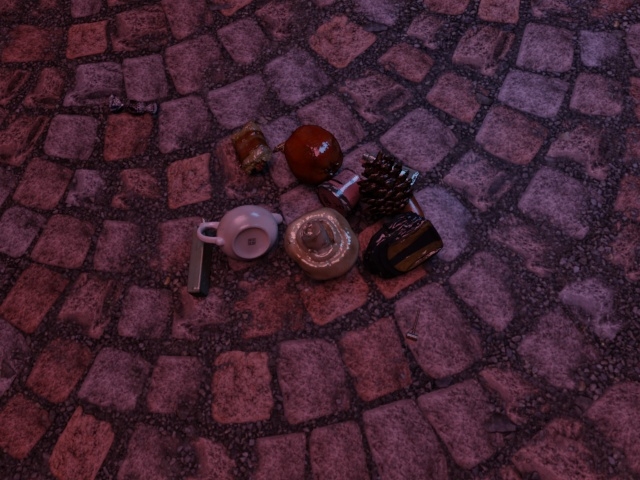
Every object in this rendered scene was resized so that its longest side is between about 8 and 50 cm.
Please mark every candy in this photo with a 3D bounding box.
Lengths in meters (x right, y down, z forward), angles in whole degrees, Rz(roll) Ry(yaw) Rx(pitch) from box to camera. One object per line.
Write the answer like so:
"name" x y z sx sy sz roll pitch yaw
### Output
"candy" -0.774 -0.558 1.947 0.226 0.051 0.094 14 70 11

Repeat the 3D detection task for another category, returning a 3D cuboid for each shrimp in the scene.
"shrimp" -0.130 -0.356 1.823 0.108 0.023 0.059 -28 79 -3

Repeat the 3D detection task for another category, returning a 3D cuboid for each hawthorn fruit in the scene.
"hawthorn fruit" -0.040 -0.322 1.715 0.205 0.205 0.253 -42 63 -9

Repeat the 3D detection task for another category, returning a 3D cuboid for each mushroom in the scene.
"mushroom" 0.000 0.000 1.573 0.260 0.234 0.254 4 68 8

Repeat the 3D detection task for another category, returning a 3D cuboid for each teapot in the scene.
"teapot" -0.272 -0.032 1.629 0.299 0.208 0.166 1 45 -13

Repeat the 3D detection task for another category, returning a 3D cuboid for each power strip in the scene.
"power strip" -0.424 0.052 1.674 0.053 0.093 0.288 -2 71 8

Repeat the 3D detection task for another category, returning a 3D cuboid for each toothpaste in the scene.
"toothpaste" 0.254 -0.273 1.746 0.218 0.041 0.064 27 70 10

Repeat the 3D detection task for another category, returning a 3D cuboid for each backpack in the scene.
"backpack" 0.258 0.024 1.572 0.258 0.206 0.133 -37 26 3

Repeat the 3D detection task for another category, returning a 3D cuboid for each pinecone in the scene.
"pinecone" 0.208 -0.184 1.572 0.184 0.179 0.205 -41 106 -26

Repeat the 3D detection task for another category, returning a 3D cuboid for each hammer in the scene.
"hammer" 0.313 0.273 1.559 0.035 0.019 0.110 16 71 11

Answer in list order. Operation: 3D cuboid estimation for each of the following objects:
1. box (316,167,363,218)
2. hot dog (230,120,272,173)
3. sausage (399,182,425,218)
"box" 0.082 -0.172 1.673 0.151 0.151 0.135 41 72 17
"hot dog" -0.259 -0.348 1.797 0.146 0.103 0.213 -30 59 18
"sausage" 0.303 -0.130 1.671 0.076 0.076 0.198 -24 69 -2
